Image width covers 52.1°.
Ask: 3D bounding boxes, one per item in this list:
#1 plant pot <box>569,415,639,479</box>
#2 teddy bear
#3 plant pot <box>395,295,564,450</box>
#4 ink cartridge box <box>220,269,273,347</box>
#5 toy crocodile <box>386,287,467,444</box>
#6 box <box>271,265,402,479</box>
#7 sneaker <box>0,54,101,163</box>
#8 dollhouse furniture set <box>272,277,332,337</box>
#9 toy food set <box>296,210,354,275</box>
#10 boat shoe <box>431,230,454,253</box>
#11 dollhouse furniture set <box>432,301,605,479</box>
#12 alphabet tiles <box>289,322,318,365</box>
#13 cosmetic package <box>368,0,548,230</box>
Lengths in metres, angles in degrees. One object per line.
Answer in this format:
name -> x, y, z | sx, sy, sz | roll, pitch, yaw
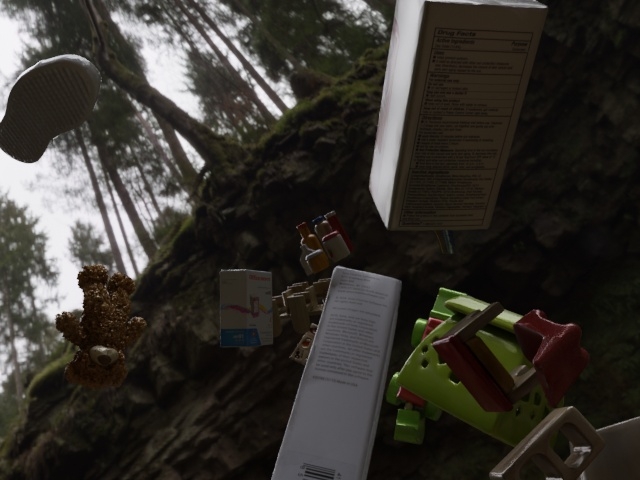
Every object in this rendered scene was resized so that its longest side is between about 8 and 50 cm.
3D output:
plant pot -> 0.637, 0.496, 1.277 | 0.323, 0.280, 0.323 | -14, -22, -6
teddy bear -> -0.572, 0.219, 1.736 | 0.113, 0.338, 0.245 | -20, -50, 29
plant pot -> 0.314, 0.237, 1.182 | 0.228, 0.227, 0.207 | 34, -100, -41
ink cartridge box -> -0.119, 0.109, 1.058 | 0.052, 0.122, 0.088 | -6, -8, 23
toy crocodile -> 0.223, 0.252, 1.343 | 0.340, 0.115, 0.105 | -64, -24, -18
box -> -0.004, 0.210, 0.498 | 0.058, 0.232, 0.322 | 14, -43, 5
sneaker -> -0.523, -0.286, 1.275 | 0.366, 0.150, 0.135 | -20, -46, 42
dollhouse furniture set -> 0.007, 0.192, 1.630 | 0.242, 0.212, 0.161 | -10, -85, 22
toy food set -> 0.000, 0.000, 1.402 | 0.111, 0.232, 0.104 | -28, -89, 5
boat shoe -> 0.227, -0.052, 1.369 | 0.066, 0.183, 0.066 | -21, -13, 17
dollhouse furniture set -> 0.258, 0.241, 0.651 | 0.152, 0.374, 0.201 | -38, -6, -18
alphabet tiles -> 0.043, 0.306, 1.723 | 0.198, 0.237, 0.009 | -55, -35, -25
cosmetic package -> 0.162, -0.169, 0.843 | 0.153, 0.129, 0.296 | 1, -57, -11
